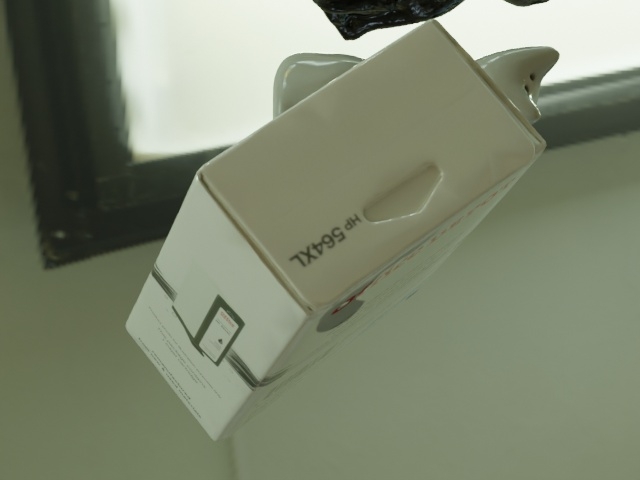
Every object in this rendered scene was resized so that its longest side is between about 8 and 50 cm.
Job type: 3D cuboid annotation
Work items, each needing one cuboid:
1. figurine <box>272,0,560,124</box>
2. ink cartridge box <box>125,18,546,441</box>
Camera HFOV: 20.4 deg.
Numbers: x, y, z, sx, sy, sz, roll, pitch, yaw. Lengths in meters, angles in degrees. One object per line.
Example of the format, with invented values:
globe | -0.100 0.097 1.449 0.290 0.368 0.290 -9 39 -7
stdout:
figurine | 0.086 -0.152 1.326 0.092 0.209 0.215 58 -143 -45
ink cartridge box | 0.000 0.000 0.859 0.148 0.203 0.086 -35 -99 -26
